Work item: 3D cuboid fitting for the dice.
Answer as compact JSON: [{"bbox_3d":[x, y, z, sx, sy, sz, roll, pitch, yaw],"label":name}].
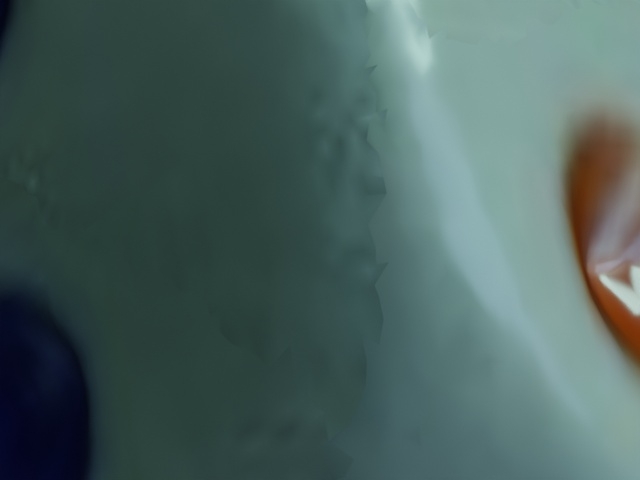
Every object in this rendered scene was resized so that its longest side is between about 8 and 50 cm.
[{"bbox_3d":[0.000,0.000,0.507,0.277,0.304,0.304,5,66,-43],"label":"dice"}]
